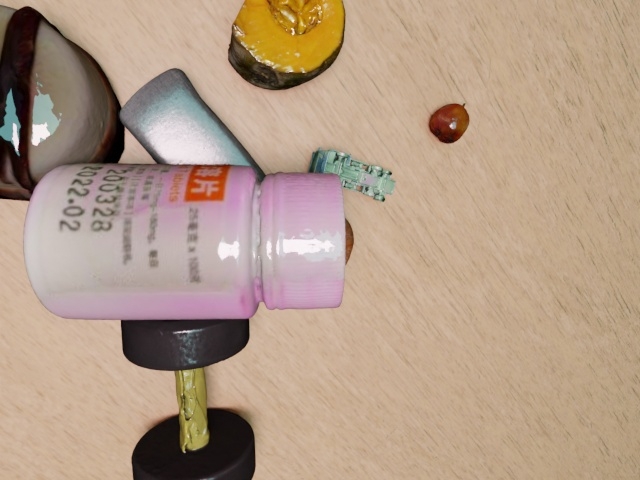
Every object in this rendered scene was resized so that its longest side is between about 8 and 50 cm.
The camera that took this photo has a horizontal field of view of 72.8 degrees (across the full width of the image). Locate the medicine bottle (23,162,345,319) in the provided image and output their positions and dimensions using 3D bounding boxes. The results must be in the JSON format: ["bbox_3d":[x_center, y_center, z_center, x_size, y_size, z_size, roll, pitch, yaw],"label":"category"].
[{"bbox_3d":[-0.165,0.001,0.614,0.387,0.219,0.220,0,100,-2],"label":"medicine bottle"}]

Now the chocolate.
[{"bbox_3d":[-0.433,-0.180,0.602,0.283,0.186,0.284,-3,101,-14],"label":"chocolate"}]

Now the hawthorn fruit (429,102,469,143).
[{"bbox_3d":[0.250,-0.227,0.840,0.077,0.077,0.077,-3,100,-15],"label":"hawthorn fruit"}]

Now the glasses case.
[{"bbox_3d":[-0.182,-0.122,0.737,0.131,0.074,0.323,-40,107,-3],"label":"glasses case"}]

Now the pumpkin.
[{"bbox_3d":[-0.084,-0.383,0.686,0.190,0.139,0.281,-28,104,-9],"label":"pumpkin"}]

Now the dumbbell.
[{"bbox_3d":[-0.214,0.256,0.729,0.203,0.204,0.323,-3,100,-15],"label":"dumbbell"}]

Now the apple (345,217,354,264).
[{"bbox_3d":[-0.002,0.002,0.791,0.126,0.102,0.126,-8,106,-29],"label":"apple"}]

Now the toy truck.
[{"bbox_3d":[0.059,-0.122,0.814,0.175,0.081,0.067,10,98,-35],"label":"toy truck"}]
